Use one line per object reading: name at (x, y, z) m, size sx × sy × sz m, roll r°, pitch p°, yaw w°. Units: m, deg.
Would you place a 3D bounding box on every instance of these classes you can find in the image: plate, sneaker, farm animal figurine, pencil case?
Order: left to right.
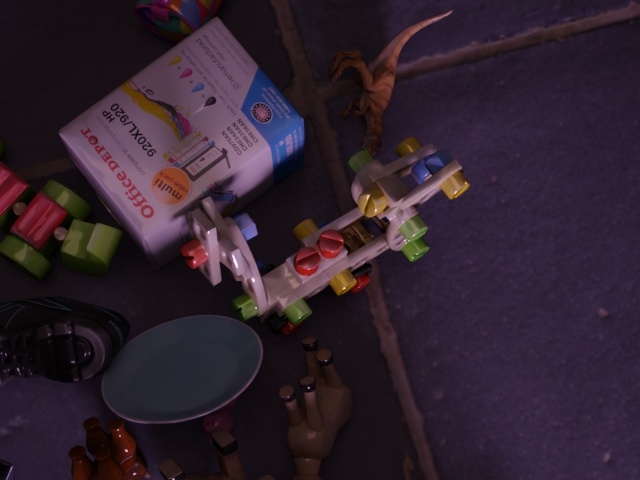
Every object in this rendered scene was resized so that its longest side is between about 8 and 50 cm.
sneaker at (-0.350, 0.118, 1.580) m, size 0.267 × 0.106 × 0.101 m, roll 2°, pitch 108°, yaw 17°
plate at (-0.155, 0.150, 1.521) m, size 0.188 × 0.024 × 0.188 m, roll -9°, pitch 34°, yaw 6°
pencil case at (-0.147, -0.365, 1.707) m, size 0.104 × 0.104 × 0.236 m, roll 22°, pitch 76°, yaw 5°
farm animal figurine at (-0.095, 0.280, 1.488) m, size 0.330 × 0.172 × 0.326 m, roll -18°, pitch 33°, yaw -6°

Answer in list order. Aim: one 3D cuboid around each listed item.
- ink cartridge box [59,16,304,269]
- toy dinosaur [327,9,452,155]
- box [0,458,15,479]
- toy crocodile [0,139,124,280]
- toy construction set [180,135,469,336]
ink cartridge box at (-0.161, -0.110, 1.600) m, size 0.233 × 0.168 × 0.171 m, roll -38°, pitch 79°, yaw -10°
toy dinosaur at (0.073, -0.211, 1.698) m, size 0.112 × 0.064 × 0.211 m, roll 21°, pitch 84°, yaw -14°
box at (-0.472, 0.322, 1.334) m, size 0.294 × 0.395 × 0.212 m, roll 20°, pitch 62°, yaw 1°
toy crocodile at (-0.389, -0.057, 1.614) m, size 0.341 × 0.105 × 0.115 m, roll 33°, pitch 77°, yaw 8°
toy construction set at (0.000, 0.000, 1.543) m, size 0.328 × 0.215 × 0.151 m, roll -17°, pitch 72°, yaw -17°
